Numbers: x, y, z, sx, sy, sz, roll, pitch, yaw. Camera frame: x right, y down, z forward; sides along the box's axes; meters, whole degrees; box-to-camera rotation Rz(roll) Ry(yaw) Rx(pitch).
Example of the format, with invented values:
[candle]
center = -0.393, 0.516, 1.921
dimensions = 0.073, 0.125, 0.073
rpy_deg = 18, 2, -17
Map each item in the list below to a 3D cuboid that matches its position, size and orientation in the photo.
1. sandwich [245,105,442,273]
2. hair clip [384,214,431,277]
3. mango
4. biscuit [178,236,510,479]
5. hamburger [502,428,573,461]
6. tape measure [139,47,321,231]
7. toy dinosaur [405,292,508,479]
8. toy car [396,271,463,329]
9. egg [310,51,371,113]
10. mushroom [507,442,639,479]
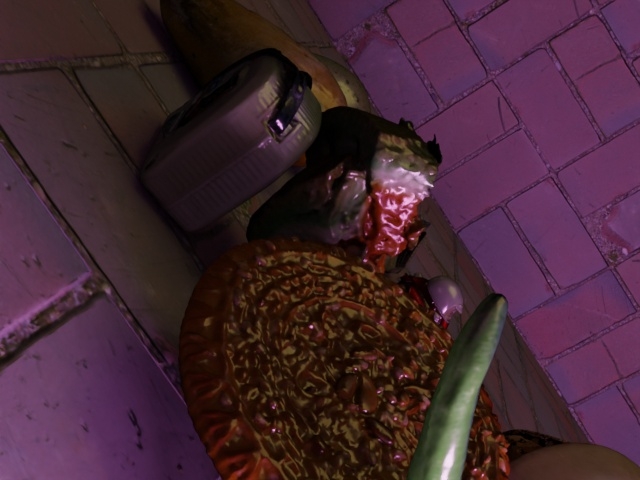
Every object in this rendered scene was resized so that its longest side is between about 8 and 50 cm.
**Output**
[sandwich]
center = 0.000, 0.000, 0.931
dimensions = 0.250, 0.162, 0.301
rpy_deg = -130, -134, -66
[hair clip]
center = 0.118, 0.008, 1.548
dimensions = 0.091, 0.138, 0.321
rpy_deg = 30, 11, 10
[mango]
center = -0.103, -0.244, 1.257
dimensions = 0.329, 0.175, 0.176
rpy_deg = 41, -10, 7
[biscuit]
center = 0.031, 0.114, 0.642
dimensions = 0.305, 0.038, 0.305
rpy_deg = 28, 36, -22
[hamburger]
center = 0.266, 0.356, 1.093
dimensions = 0.107, 0.231, 0.231
rpy_deg = 1, 55, -46
[tape measure]
center = -0.095, -0.134, 0.942
dimensions = 0.115, 0.207, 0.235
rpy_deg = 48, 19, -21
[toy dinosaur]
center = 0.154, 0.271, 0.571
dimensions = 0.375, 0.499, 0.144
rpy_deg = 1, 20, -46
[toy car]
center = 0.218, 0.114, 1.649
dimensions = 0.139, 0.112, 0.112
rpy_deg = 63, 15, 16
[egg]
center = -0.017, -0.234, 1.464
dimensions = 0.228, 0.177, 0.177
rpy_deg = 42, 19, -21
[mushroom]
center = 0.207, 0.338, 0.912
dimensions = 0.314, 0.314, 0.336
rpy_deg = 50, -10, -29
